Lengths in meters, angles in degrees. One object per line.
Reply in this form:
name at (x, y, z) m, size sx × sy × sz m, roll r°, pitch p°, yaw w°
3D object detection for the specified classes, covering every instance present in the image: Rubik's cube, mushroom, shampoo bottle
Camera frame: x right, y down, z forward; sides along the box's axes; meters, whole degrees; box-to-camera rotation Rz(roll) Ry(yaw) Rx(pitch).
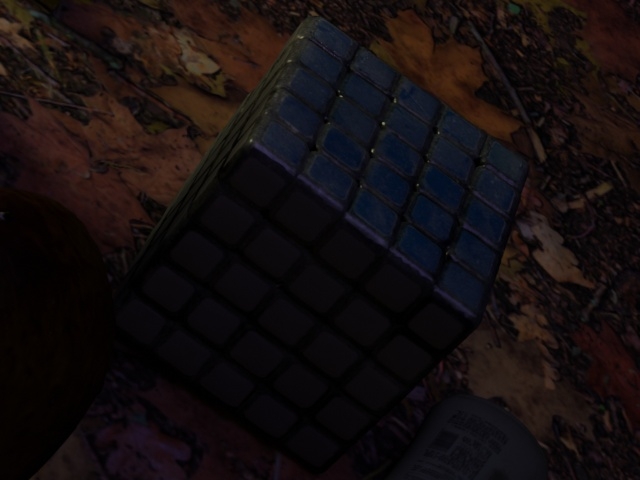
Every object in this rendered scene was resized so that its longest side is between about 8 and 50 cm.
Rubik's cube at (0.000, 0.000, 1.626) m, size 0.237 × 0.238 × 0.237 m, roll 37°, pitch 35°, yaw -7°
mushroom at (-0.302, 0.032, 1.281) m, size 0.331 × 0.334 × 0.356 m, roll 14°, pitch 54°, yaw -32°
shampoo bottle at (0.096, 0.224, 1.607) m, size 0.118 × 0.087 × 0.234 m, roll 42°, pitch 37°, yaw 3°

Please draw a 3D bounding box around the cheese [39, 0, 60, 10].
cheese at (-0.274, -0.302, 1.819) m, size 0.171 × 0.093 × 0.126 m, roll 50°, pitch 35°, yaw 13°
